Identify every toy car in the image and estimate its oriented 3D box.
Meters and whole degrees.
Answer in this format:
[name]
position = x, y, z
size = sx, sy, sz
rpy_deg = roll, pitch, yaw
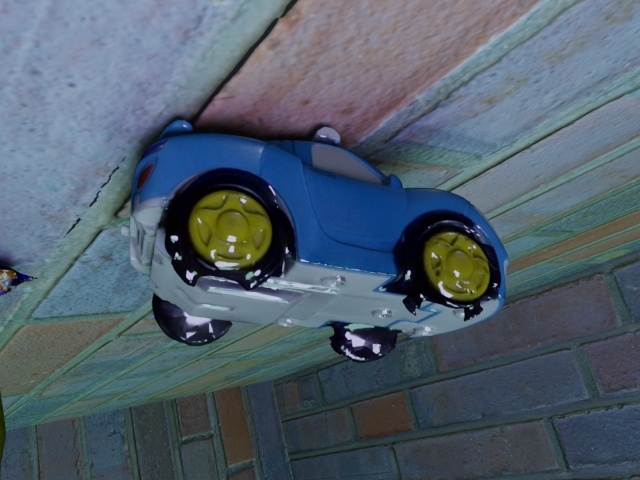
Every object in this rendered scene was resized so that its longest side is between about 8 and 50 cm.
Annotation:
[toy car]
position = 0.000, 0.000, 0.462
size = 0.315, 0.165, 0.198
rpy_deg = 9, 157, -15

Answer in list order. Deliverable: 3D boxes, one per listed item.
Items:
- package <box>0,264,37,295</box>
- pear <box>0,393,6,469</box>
[package]
position = -0.347, 0.044, 0.561
size = 0.111, 0.032, 0.077
rpy_deg = -11, 173, 7
[pear]
position = -0.430, 0.173, 0.358
size = 0.392, 0.390, 0.391
rpy_deg = -13, 163, -4
